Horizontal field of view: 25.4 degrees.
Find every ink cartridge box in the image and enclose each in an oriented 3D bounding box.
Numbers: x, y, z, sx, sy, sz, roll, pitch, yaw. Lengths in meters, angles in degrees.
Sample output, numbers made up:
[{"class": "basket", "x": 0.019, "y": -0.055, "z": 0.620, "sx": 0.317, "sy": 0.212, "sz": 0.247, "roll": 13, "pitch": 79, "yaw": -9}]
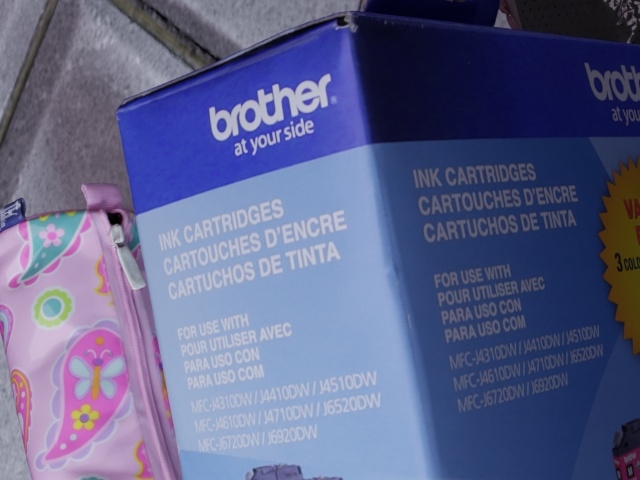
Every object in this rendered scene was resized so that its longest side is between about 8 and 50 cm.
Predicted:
[{"class": "ink cartridge box", "x": 0.067, "y": 0.049, "z": 0.659, "sx": 0.151, "sy": 0.270, "sz": 0.396, "roll": -16, "pitch": 84, "yaw": 40}]

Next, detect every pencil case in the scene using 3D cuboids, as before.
[{"class": "pencil case", "x": -0.152, "y": 0.107, "z": 1.000, "sx": 0.124, "sy": 0.124, "sz": 0.284, "roll": -33, "pitch": 62, "yaw": 37}]

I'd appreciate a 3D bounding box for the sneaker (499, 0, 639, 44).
[{"class": "sneaker", "x": 0.082, "y": -0.202, "z": 0.776, "sx": 0.106, "sy": 0.162, "sz": 0.281, "roll": -42, "pitch": 59, "yaw": 33}]
